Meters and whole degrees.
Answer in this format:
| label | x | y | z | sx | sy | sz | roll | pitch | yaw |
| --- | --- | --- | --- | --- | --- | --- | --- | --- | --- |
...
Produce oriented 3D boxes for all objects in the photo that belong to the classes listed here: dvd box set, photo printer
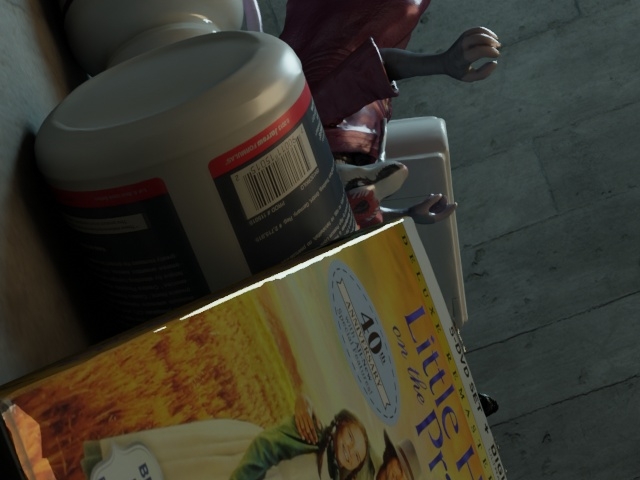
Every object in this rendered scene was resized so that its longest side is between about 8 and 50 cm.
| label | x | y | z | sx | sy | sz | roll | pitch | yaw |
| --- | --- | --- | --- | --- | --- | --- | --- | --- | --- |
| dvd box set | 0.005 | 0.166 | 0.567 | 0.420 | 0.062 | 0.308 | -21 | 93 | -65 |
| photo printer | 0.000 | 0.000 | 1.268 | 0.107 | 0.307 | 0.256 | -88 | 168 | -56 |

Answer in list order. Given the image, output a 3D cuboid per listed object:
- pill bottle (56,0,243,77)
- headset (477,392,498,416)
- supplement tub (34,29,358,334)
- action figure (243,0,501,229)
| label | x | y | z | sx | sy | sz | roll | pitch | yaw |
| --- | --- | --- | --- | --- | --- | --- | --- | --- | --- |
| pill bottle | -0.168 | -0.250 | 1.072 | 0.169 | 0.169 | 0.302 | 68 | 2 | -67 |
| headset | 0.119 | 0.294 | 1.265 | 0.394 | 0.185 | 0.243 | -78 | 150 | -67 |
| supplement tub | -0.067 | 0.007 | 0.815 | 0.191 | 0.191 | 0.272 | -108 | 179 | -64 |
| action figure | 0.009 | -0.136 | 1.030 | 0.370 | 0.275 | 0.248 | -78 | 179 | -50 |
